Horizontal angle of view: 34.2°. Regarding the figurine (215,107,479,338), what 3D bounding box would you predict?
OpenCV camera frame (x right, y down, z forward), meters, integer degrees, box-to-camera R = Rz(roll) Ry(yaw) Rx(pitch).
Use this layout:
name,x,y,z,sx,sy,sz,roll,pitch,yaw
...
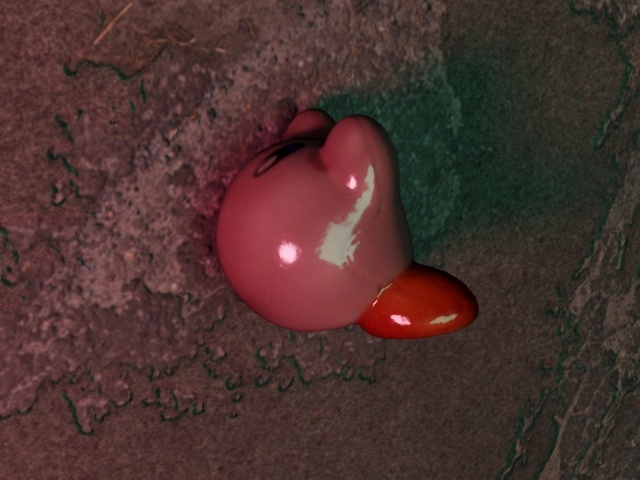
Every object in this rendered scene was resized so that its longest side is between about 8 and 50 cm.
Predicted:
name,x,y,z,sx,sy,sz,roll,pitch,yaw
figurine,-0.001,0.009,1.150,0.211,0.270,0.261,-32,112,-14
